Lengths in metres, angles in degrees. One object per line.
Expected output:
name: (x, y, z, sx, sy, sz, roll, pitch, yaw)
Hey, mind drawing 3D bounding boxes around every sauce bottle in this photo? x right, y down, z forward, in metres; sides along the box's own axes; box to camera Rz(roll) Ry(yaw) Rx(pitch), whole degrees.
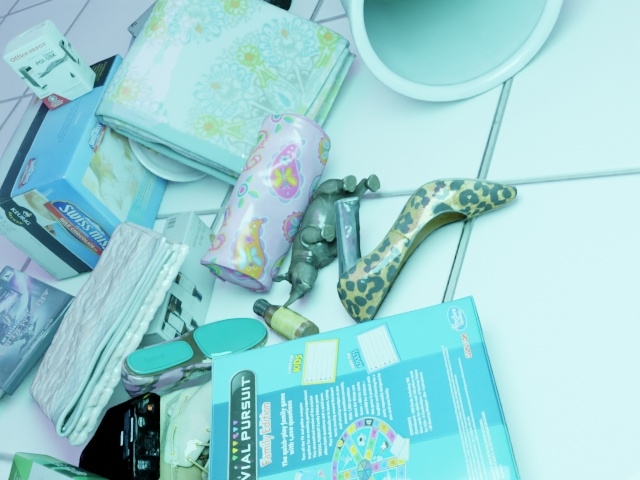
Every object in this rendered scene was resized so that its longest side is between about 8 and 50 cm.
sauce bottle: (-0.053, 0.116, 1.195, 0.042, 0.042, 0.128, -50, 42, -12)

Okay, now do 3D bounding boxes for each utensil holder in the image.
utensil holder: (0.168, -0.463, 1.347, 0.327, 0.327, 0.385, -30, 39, 11)

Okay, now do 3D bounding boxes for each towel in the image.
towel: (-0.162, -0.275, 1.452, 0.374, 0.090, 0.320, 24, 74, 7)
towel: (-0.343, 0.128, 1.292, 0.332, 0.053, 0.317, -62, 25, -9)

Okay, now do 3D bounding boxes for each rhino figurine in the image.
rhino figurine: (0.000, 0.000, 1.235, 0.106, 0.073, 0.243, -15, 43, 55)

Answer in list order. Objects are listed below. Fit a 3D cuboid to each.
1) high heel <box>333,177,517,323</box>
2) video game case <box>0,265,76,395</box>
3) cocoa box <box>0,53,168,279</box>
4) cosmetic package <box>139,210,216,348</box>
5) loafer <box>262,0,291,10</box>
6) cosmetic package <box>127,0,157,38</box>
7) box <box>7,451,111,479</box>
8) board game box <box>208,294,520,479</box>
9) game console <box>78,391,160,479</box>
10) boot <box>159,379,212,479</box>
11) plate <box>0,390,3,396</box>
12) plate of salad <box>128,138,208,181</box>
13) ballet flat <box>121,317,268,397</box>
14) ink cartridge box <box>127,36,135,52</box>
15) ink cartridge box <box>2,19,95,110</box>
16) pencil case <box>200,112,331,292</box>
high heel: (0.148, 0.017, 1.130, 0.261, 0.093, 0.186, -10, 70, 14)
video game case: (-0.566, 0.155, 1.501, 0.274, 0.026, 0.196, 13, 63, 45)
cocoa box: (-0.447, -0.142, 1.590, 0.228, 0.231, 0.347, -15, 45, 25)
cosmetic package: (-0.223, 0.075, 1.322, 0.060, 0.099, 0.239, -13, 47, 26)
loafer: (-0.111, -0.510, 1.810, 0.061, 0.062, 0.170, -9, 47, 38)
cosmetic package: (-0.258, -0.355, 1.638, 0.107, 0.238, 0.127, -43, 40, -5)
box: (-0.326, 0.406, 1.028, 0.322, 0.058, 0.232, -1, 73, 48)
board game box: (0.041, 0.219, 0.948, 0.336, 0.079, 0.254, -15, 44, 10)
game console: (-0.265, 0.386, 1.061, 0.213, 0.044, 0.361, -42, 43, 44)
boot: (-0.140, 0.265, 1.101, 0.165, 0.077, 0.213, -27, 41, 11)
plate: (-0.621, 0.203, 1.551, 0.278, 0.045, 0.277, 8, 59, 41)
plate of salad: (-0.261, -0.210, 1.553, 0.200, 0.200, 0.048, -56, 8, -18)
ballet flat: (-0.182, 0.172, 1.196, 0.221, 0.079, 0.077, -16, 50, -28)
ink cartridge box: (-0.376, -0.491, 1.998, 0.186, 0.065, 0.311, -20, 42, 22)
ink cartridge box: (-0.492, -0.317, 1.501, 0.099, 0.135, 0.056, -22, 43, 16)
pencil case: (-0.082, -0.063, 1.291, 0.124, 0.124, 0.284, 8, 71, 42)
